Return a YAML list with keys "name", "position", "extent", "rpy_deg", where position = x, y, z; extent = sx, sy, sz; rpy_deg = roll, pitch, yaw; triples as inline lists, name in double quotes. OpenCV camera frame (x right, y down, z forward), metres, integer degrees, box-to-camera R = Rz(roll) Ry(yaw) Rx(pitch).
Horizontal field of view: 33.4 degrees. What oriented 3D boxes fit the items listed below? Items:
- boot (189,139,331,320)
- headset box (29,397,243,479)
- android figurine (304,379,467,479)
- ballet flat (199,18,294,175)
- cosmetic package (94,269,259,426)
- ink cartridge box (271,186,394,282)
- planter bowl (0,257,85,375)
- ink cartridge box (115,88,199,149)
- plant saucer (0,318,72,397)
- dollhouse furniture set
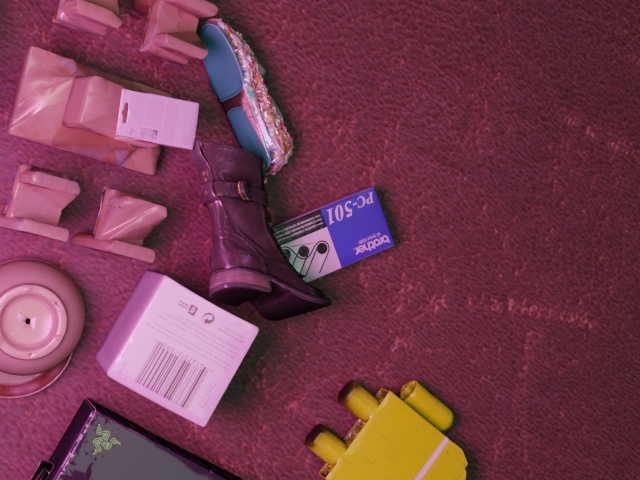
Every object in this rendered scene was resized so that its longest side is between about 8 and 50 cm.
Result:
- name: "boot"
  position: [-0.080, -0.017, 1.487]
  extent: [0.263, 0.091, 0.229]
  rpy_deg: [24, 52, -54]
- name: "headset box"
  position: [-0.274, 0.385, 1.468]
  extent: [0.283, 0.131, 0.246]
  rpy_deg: [32, 80, -15]
- name: "android figurine"
  position: [0.112, 0.343, 1.634]
  extent: [0.273, 0.056, 0.248]
  rpy_deg: [39, 79, -14]
- name: "ballet flat"
  position: [-0.105, -0.212, 1.557]
  extent: [0.077, 0.091, 0.241]
  rpy_deg: [-31, 106, -46]
- name: "cosmetic package"
  position: [-0.201, 0.143, 1.462]
  extent: [0.151, 0.183, 0.151]
  rpy_deg: [32, 82, -16]
- name: "ink cartridge box"
  position: [0.000, 0.000, 1.599]
  extent: [0.207, 0.046, 0.097]
  rpy_deg: [-23, 98, -17]
- name: "planter bowl"
  position: [-0.389, 0.105, 1.410]
  extent: [0.162, 0.109, 0.162]
  rpy_deg: [0, 91, -18]
- name: "ink cartridge box"
  position: [-0.216, -0.157, 1.381]
  extent: [0.115, 0.029, 0.063]
  rpy_deg: [7, 91, -38]
- name: "plant saucer"
  position: [-0.425, 0.132, 1.470]
  extent: [0.168, 0.029, 0.169]
  rpy_deg: [0, 89, -18]
- name: "dollhouse furniture set"
  position: [-0.395, -0.195, 1.417]
  extent: [0.394, 0.256, 0.362]
  rpy_deg: [16, 86, -39]
